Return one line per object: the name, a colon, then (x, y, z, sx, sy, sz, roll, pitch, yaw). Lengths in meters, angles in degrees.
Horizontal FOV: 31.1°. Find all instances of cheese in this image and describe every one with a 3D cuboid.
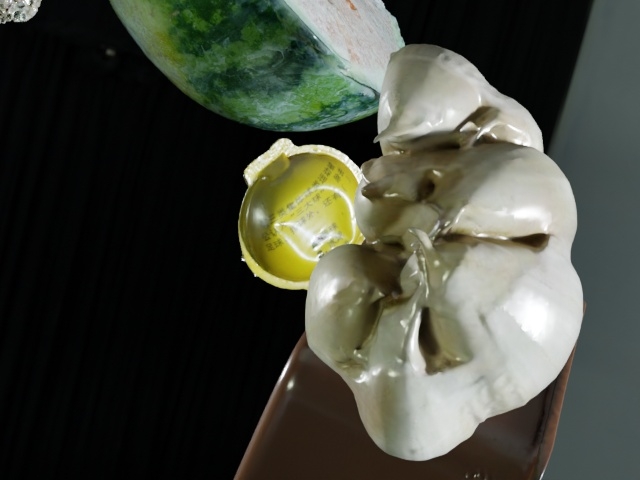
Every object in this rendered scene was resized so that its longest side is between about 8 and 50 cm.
cheese: (0.000, 0.000, 1.337, 0.069, 0.177, 0.270, 28, 156, 56)

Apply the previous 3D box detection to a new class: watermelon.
watermelon: (-0.030, -0.183, 1.003, 0.224, 0.180, 0.305, 20, 179, 34)

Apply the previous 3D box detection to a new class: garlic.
garlic: (0.092, 0.010, 0.778, 0.184, 0.281, 0.203, 17, 169, 15)

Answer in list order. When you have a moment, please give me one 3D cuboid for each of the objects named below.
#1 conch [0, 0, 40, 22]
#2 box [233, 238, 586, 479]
conch: (-0.413, -0.366, 1.462, 0.178, 0.163, 0.245, -22, 154, 6)
box: (0.085, 0.160, 1.086, 0.229, 0.239, 0.339, 27, -151, 5)
